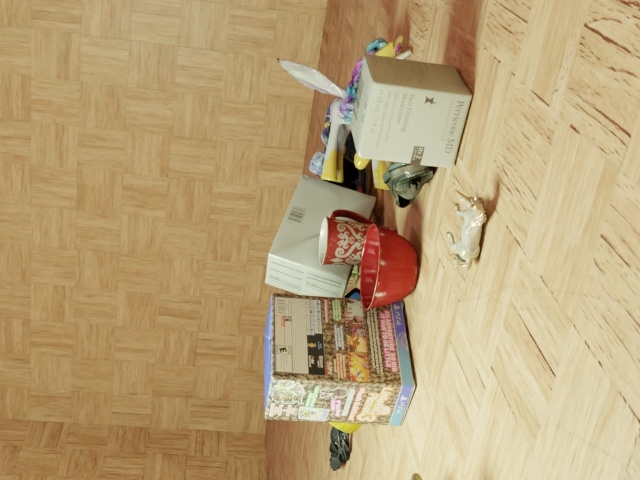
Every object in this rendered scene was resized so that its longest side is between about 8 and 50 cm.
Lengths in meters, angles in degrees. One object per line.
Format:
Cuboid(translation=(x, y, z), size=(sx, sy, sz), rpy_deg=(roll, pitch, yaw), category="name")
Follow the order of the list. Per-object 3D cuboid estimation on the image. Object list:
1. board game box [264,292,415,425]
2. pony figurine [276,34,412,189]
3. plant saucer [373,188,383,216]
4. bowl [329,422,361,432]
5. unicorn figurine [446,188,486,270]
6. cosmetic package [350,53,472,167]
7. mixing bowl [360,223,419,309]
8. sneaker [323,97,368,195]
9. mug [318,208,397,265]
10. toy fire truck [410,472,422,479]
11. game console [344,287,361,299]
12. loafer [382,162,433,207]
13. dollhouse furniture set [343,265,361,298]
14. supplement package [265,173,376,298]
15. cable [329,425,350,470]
Cuboid(translation=(0.032, 0.249, 1.816), size=(0.232, 0.291, 0.141), rpy_deg=(-93, 11, -47), category="board game box")
Cuboid(translation=(0.075, -0.324, 2.140), size=(0.351, 0.303, 0.363), rpy_deg=(13, 95, 49), category="pony figurine")
Cuboid(translation=(0.146, -0.102, 2.213), size=(0.083, 0.013, 0.083), rpy_deg=(-174, 90, -82), category="plant saucer")
Cuboid(translation=(0.049, 0.288, 2.021), size=(0.156, 0.289, 0.289), rpy_deg=(-39, 23, 12), category="bowl")
Cuboid(translation=(0.242, -0.026, 1.407), size=(0.111, 0.060, 0.162), rpy_deg=(-111, 11, -70), category="unicorn figurine")
Cuboid(translation=(0.163, -0.240, 1.598), size=(0.151, 0.183, 0.151), rpy_deg=(-97, 15, -58), category="cosmetic package")
Cuboid(translation=(0.148, 0.058, 1.810), size=(0.181, 0.098, 0.181), rpy_deg=(-175, 90, -81), category="mixing bowl")
Cuboid(translation=(0.063, -0.243, 2.343), size=(0.148, 0.131, 0.350), rpy_deg=(36, -136, -66), category="sneaker")
Cuboid(translation=(0.089, -0.009, 2.010), size=(0.113, 0.169, 0.150), rpy_deg=(121, 154, -72), category="mug")
Cuboid(translation=(0.160, 0.462, 1.387), size=(0.217, 0.158, 0.246), rpy_deg=(-99, 28, -60), category="toy fire truck")
Cuboid(translation=(0.107, 0.186, 2.059), size=(0.144, 0.085, 0.124), rpy_deg=(126, 149, -75), category="game console")
Cuboid(translation=(0.186, -0.119, 1.767), size=(0.267, 0.096, 0.084), rpy_deg=(129, 126, -87), category="loafer")
Cuboid(translation=(0.017, 0.114, 2.373), size=(0.101, 0.182, 0.161), rpy_deg=(134, 140, -77), category="dollhouse furniture set")
Cuboid(translation=(0.000, 0.000, 2.166), size=(0.145, 0.204, 0.262), rpy_deg=(101, -171, -56), category="supplement package")
Cuboid(translation=(0.057, 0.536, 2.356), size=(0.184, 0.047, 0.150), rpy_deg=(101, 175, -49), category="cable")
